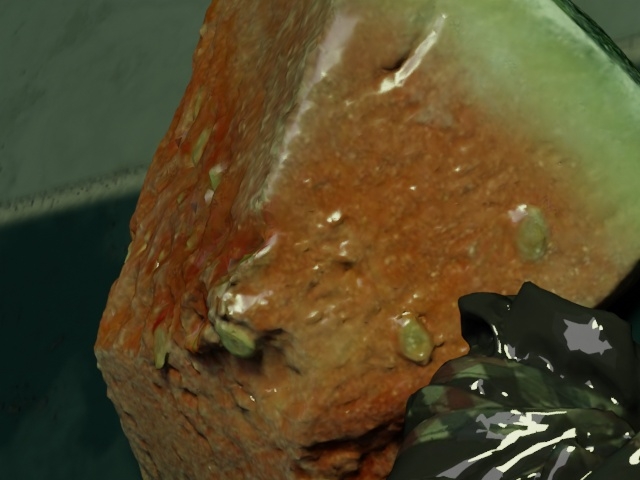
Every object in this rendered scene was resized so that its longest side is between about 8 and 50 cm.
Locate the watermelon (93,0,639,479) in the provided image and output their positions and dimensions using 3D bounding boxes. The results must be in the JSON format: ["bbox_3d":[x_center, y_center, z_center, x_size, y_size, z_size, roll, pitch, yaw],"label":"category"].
[{"bbox_3d":[0.000,0.000,0.591,0.257,0.140,0.193,-56,33,7],"label":"watermelon"}]

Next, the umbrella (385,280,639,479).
[{"bbox_3d":[0.009,0.130,0.450,0.110,0.122,0.272,42,75,8],"label":"umbrella"}]
